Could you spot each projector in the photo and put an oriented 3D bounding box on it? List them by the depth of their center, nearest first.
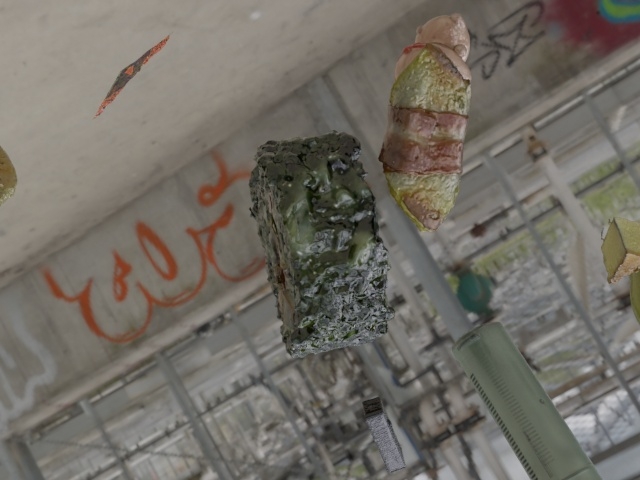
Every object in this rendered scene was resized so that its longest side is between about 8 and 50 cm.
[{"bbox_3d":[0.357,0.304,1.509,0.108,0.338,0.108,-21,150,-13],"label":"projector"}]

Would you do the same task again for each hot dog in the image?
[{"bbox_3d":[0.147,-0.143,1.232,0.123,0.262,0.093,8,-173,-16],"label":"hot dog"}]

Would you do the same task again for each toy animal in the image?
[{"bbox_3d":[0.252,-0.389,1.912,0.198,0.171,0.171,-62,-169,-28],"label":"toy animal"}]

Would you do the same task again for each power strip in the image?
[{"bbox_3d":[0.085,0.259,1.152,0.029,0.111,0.038,-20,-151,5],"label":"power strip"}]

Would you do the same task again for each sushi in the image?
[{"bbox_3d":[0.000,0.000,1.377,0.178,0.352,0.294,-12,172,-10],"label":"sushi"}]

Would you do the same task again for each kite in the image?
[{"bbox_3d":[-0.341,-0.293,1.526,0.222,0.008,0.125,-47,-175,4],"label":"kite"}]

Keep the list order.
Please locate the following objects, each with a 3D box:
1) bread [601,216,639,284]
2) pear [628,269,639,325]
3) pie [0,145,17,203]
[{"bbox_3d":[0.487,0.016,1.439,0.080,0.084,0.109,8,149,-29],"label":"bread"},{"bbox_3d":[0.768,0.128,1.838,0.212,0.269,0.212,-18,148,-12],"label":"pear"},{"bbox_3d":[-0.648,-0.147,1.385,0.083,0.339,0.339,-50,167,22],"label":"pie"}]
